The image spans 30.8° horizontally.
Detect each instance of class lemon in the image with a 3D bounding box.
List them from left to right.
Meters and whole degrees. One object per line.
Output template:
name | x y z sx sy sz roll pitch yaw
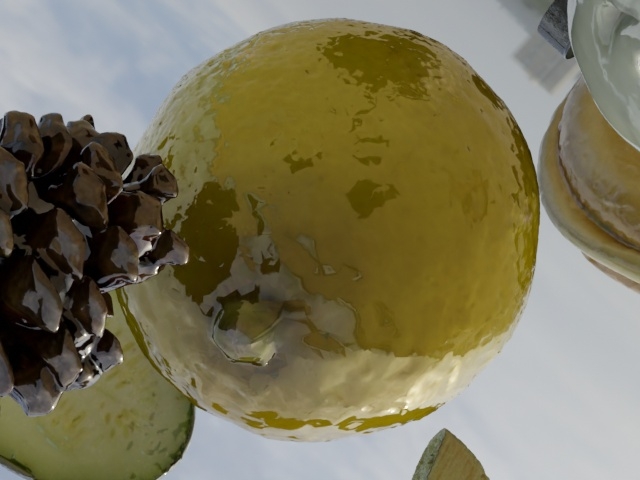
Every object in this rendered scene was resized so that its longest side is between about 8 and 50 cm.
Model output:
lemon | 0.000 0.000 0.908 0.364 0.364 0.364 38 -163 -14

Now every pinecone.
pinecone | -0.184 0.012 0.694 0.204 0.184 0.179 -29 -89 -54

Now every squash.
squash | -0.278 0.133 1.217 0.309 0.233 0.210 31 161 44

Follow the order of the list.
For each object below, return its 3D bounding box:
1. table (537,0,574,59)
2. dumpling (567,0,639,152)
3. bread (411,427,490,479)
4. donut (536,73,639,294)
table | 0.285 -0.250 1.195 0.043 0.133 0.133 46 -163 11
dumpling | 0.206 -0.115 0.515 0.258 0.193 0.147 -7 -108 -66
bread | 0.112 0.280 1.051 0.112 0.036 0.193 37 -121 -18
donut | 0.472 -0.092 1.314 0.449 0.449 0.198 55 171 37
